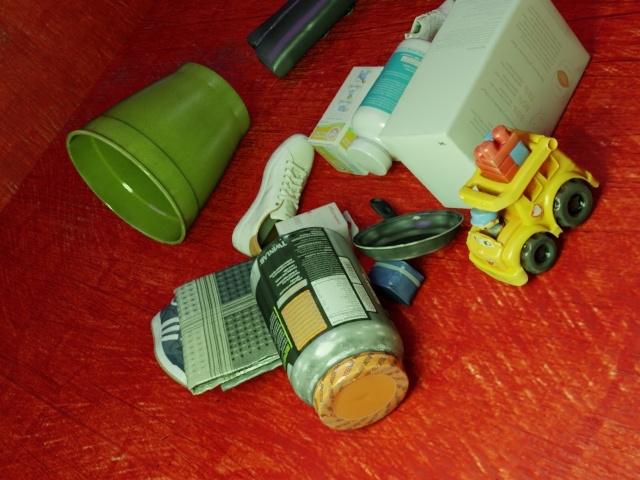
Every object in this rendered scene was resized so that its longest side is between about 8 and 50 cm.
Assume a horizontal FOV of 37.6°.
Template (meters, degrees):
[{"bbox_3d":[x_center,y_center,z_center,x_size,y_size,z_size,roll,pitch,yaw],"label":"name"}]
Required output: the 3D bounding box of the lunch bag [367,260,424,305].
[{"bbox_3d":[0.128,0.066,1.645,0.098,0.067,0.065,13,66,55],"label":"lunch bag"}]

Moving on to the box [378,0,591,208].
[{"bbox_3d":[0.293,-0.253,1.650,0.168,0.215,0.345,6,60,52],"label":"box"}]

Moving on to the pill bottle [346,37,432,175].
[{"bbox_3d":[0.158,-0.261,1.874,0.146,0.146,0.264,13,66,54],"label":"pill bottle"}]

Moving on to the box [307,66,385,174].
[{"bbox_3d":[0.084,-0.252,1.979,0.103,0.114,0.203,14,68,53],"label":"box"}]

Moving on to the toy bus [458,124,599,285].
[{"bbox_3d":[0.293,-0.072,1.468,0.220,0.211,0.149,-54,35,-6],"label":"toy bus"}]

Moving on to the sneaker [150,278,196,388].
[{"bbox_3d":[-0.264,0.184,1.949,0.153,0.099,0.282,-47,30,6],"label":"sneaker"}]

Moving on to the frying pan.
[{"bbox_3d":[0.120,-0.016,1.699,0.197,0.053,0.326,-22,16,-28],"label":"frying pan"}]

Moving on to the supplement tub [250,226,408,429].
[{"bbox_3d":[0.015,0.142,1.556,0.193,0.193,0.316,-39,46,14],"label":"supplement tub"}]

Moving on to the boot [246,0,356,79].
[{"bbox_3d":[0.024,-0.580,2.350,0.445,0.146,0.367,-38,24,8],"label":"boot"}]

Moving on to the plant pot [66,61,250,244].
[{"bbox_3d":[-0.368,-0.242,2.322,0.366,0.366,0.353,4,47,51],"label":"plant pot"}]

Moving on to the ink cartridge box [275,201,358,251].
[{"bbox_3d":[0.000,0.000,1.809,0.143,0.090,0.092,-19,36,-5],"label":"ink cartridge box"}]

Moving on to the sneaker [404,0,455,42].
[{"bbox_3d":[0.246,-0.481,2.078,0.152,0.061,0.053,-52,31,-9],"label":"sneaker"}]

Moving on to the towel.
[{"bbox_3d":[-0.127,0.145,1.813,0.312,0.056,0.324,-21,36,1],"label":"towel"}]

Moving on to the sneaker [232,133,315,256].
[{"bbox_3d":[-0.072,-0.089,2.016,0.123,0.106,0.290,22,84,51],"label":"sneaker"}]
